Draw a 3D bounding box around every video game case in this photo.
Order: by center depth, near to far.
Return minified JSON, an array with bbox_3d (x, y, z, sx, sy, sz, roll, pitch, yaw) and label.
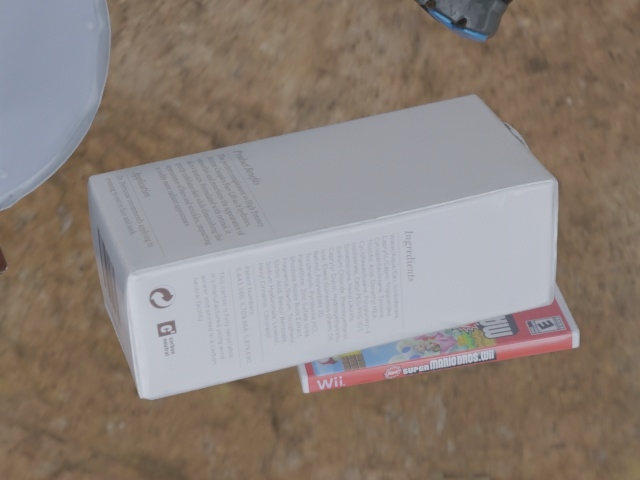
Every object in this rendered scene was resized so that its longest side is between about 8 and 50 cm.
[{"bbox_3d":[0.106,0.068,1.841,0.285,0.204,0.025,-9,124,-5],"label":"video game case"}]

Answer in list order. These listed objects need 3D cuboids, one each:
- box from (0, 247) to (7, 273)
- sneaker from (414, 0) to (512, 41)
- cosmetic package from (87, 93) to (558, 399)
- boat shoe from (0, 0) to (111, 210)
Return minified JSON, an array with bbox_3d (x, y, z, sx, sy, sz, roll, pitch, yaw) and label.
[{"bbox_3d":[-0.435,-0.017,1.344,0.143,0.381,0.191,-26,81,28],"label":"box"},{"bbox_3d":[0.070,-0.342,1.813,0.341,0.125,0.140,35,94,13],"label":"sneaker"},{"bbox_3d":[0.000,0.000,0.942,0.231,0.117,0.086,-11,122,-12],"label":"cosmetic package"},{"bbox_3d":[-0.164,-0.185,0.454,0.135,0.156,0.367,-29,114,-18],"label":"boat shoe"}]
